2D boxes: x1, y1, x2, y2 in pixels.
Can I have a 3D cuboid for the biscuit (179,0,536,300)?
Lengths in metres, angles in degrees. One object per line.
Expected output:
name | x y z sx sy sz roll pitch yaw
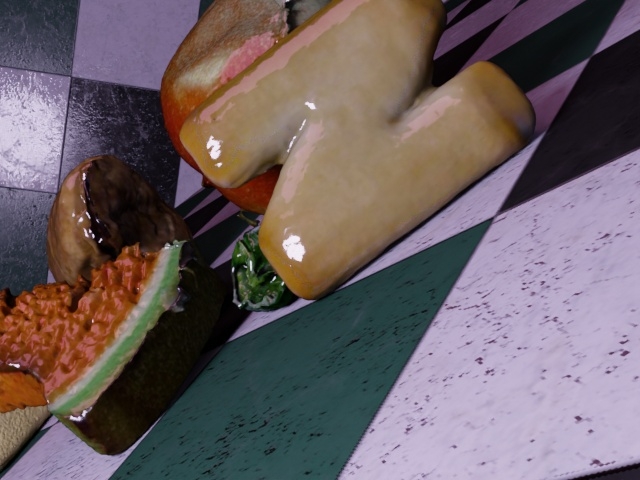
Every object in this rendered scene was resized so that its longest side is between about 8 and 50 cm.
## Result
biscuit | 0.030 -0.110 0.904 0.290 0.237 0.062 -36 -17 1

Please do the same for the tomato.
tomato | -0.027 -0.172 1.101 0.239 0.303 0.303 -44 5 35

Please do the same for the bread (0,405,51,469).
bread | -0.430 0.250 1.247 0.125 0.068 0.188 -32 12 24

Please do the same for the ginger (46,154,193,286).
ginger | -0.325 0.000 1.448 0.223 0.269 0.201 -22 46 30

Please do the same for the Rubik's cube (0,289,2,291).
Rubik's cube | -0.536 0.214 1.469 0.183 0.167 0.180 -33 13 27

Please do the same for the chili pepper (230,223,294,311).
chili pepper | -0.002 -0.002 0.983 0.216 0.062 0.108 -38 35 -18

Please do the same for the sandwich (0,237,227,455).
sandwich | -0.260 0.126 0.995 0.301 0.162 0.250 0 40 19
